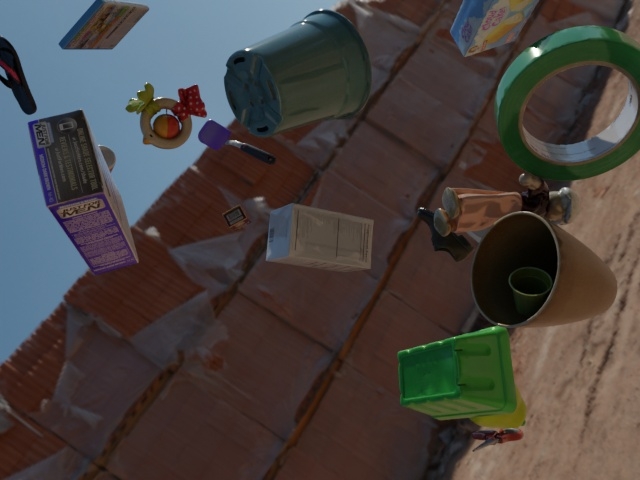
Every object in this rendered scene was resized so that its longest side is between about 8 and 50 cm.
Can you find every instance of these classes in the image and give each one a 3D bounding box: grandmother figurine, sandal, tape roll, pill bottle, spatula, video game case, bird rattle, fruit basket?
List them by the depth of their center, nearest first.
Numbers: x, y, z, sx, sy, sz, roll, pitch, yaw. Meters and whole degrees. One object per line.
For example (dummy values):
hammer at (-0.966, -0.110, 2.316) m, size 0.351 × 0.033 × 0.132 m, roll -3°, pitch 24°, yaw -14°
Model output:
video game case at (-0.399, -0.400, 1.140) m, size 0.119 × 0.015 × 0.166 m, roll -37°, pitch 6°, yaw 21°
tape roll at (0.529, -0.276, 1.271) m, size 0.077 × 0.321 × 0.321 m, roll -80°, pitch 15°, yaw -50°
sandal at (-0.675, -0.359, 1.332) m, size 0.067 × 0.179 × 0.040 m, roll -6°, pitch 20°, yaw 41°
grandmother figurine at (0.445, -0.078, 1.408) m, size 0.208 × 0.342 × 0.104 m, roll 110°, pitch 154°, yaw -56°
fruit basket at (0.463, 0.423, 1.835) m, size 0.392 × 0.392 × 0.283 m, roll 108°, pitch 161°, yaw -70°
spatula at (-0.253, -0.290, 1.870) m, size 0.084 × 0.296 × 0.030 m, roll -56°, pitch -29°, yaw -14°
bird rattle at (-0.486, -0.394, 1.957) m, size 0.143 × 0.253 × 0.207 m, roll 2°, pitch 91°, yaw 56°
pill bottle at (-0.716, -0.231, 1.966) m, size 0.087 × 0.087 × 0.160 m, roll -52°, pitch 8°, yaw -37°

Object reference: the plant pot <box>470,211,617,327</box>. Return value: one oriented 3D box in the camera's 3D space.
plant pot at (0.491, 0.082, 1.291) m, size 0.237 × 0.254 × 0.237 m, roll -33°, pitch 51°, yaw 52°

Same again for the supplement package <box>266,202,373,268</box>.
supplement package at (0.000, 0.000, 1.597) m, size 0.134 × 0.244 × 0.139 m, roll -13°, pitch 69°, yaw 59°

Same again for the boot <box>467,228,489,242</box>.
boot at (0.461, 0.006, 1.689) m, size 0.095 × 0.258 × 0.123 m, roll -35°, pitch -25°, yaw -17°

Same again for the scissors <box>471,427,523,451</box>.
scissors at (0.355, 0.397, 1.224) m, size 0.297 × 0.109 × 0.021 m, roll 41°, pitch -134°, yaw -71°

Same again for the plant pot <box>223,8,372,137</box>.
plant pot at (-0.081, -0.477, 1.817) m, size 0.334 × 0.341 × 0.341 m, roll -31°, pitch -20°, yaw -36°

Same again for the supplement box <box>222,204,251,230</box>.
supplement box at (-0.223, -0.060, 1.642) m, size 0.055 × 0.043 × 0.083 m, roll -29°, pitch -6°, yaw 1°

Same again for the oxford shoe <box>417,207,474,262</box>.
oxford shoe at (0.393, -0.018, 2.023) m, size 0.096 × 0.227 × 0.083 m, roll -45°, pitch -17°, yaw 2°

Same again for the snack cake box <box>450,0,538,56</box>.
snack cake box at (0.429, -0.568, 1.477) m, size 0.152 × 0.089 × 0.264 m, roll -22°, pitch -13°, yaw -8°

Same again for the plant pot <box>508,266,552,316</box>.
plant pot at (0.424, 0.110, 1.246) m, size 0.083 × 0.083 × 0.079 m, roll -51°, pitch -36°, yaw -38°

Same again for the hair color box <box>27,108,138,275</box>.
hair color box at (-0.462, -0.081, 1.221) m, size 0.110 × 0.185 × 0.339 m, roll -17°, pitch -21°, yaw -14°
